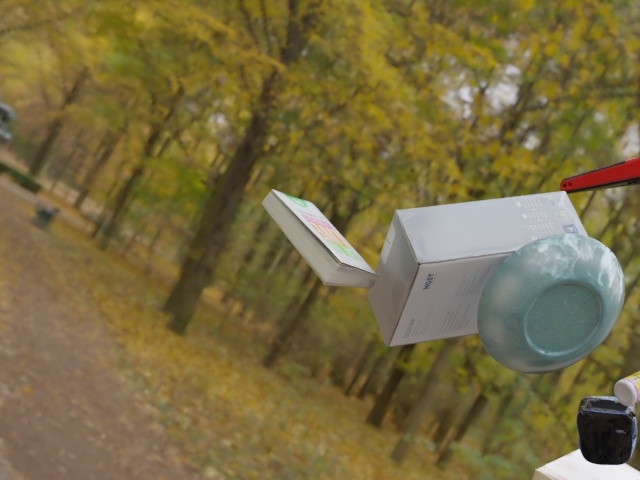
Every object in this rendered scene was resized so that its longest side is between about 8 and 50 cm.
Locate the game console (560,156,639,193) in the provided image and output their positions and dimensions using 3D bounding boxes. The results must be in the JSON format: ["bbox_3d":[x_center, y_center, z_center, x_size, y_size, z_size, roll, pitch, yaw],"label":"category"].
[{"bbox_3d":[0.700,-0.144,2.452,0.342,0.060,0.386,-17,-6,37],"label":"game console"}]

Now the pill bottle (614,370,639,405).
[{"bbox_3d":[0.510,0.231,1.991,0.083,0.043,0.043,-18,28,-34],"label":"pill bottle"}]

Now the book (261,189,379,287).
[{"bbox_3d":[0.000,0.000,1.537,0.144,0.035,0.096,48,18,31],"label":"book"}]

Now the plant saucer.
[{"bbox_3d":[0.286,0.086,1.509,0.195,0.195,0.037,32,13,-26],"label":"plant saucer"}]

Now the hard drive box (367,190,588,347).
[{"bbox_3d":[0.195,0.037,1.576,0.181,0.232,0.089,106,-29,-50],"label":"hard drive box"}]

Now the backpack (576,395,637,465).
[{"bbox_3d":[0.509,0.334,2.208,0.105,0.114,0.084,2,23,21],"label":"backpack"}]

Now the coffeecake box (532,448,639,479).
[{"bbox_3d":[0.486,0.449,2.253,0.142,0.068,0.185,29,27,37],"label":"coffeecake box"}]
